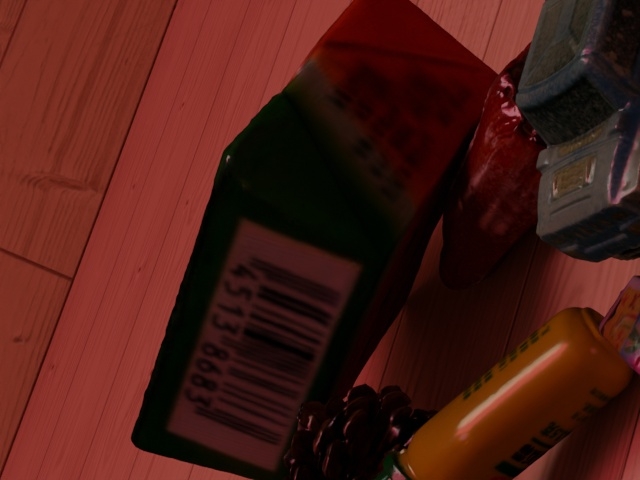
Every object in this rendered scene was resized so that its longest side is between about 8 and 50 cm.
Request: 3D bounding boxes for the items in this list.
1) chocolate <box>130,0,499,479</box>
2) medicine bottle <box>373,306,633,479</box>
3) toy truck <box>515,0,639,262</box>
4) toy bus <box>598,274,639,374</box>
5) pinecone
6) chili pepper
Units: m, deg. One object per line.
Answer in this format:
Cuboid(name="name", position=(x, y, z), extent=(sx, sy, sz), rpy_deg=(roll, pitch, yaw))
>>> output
Cuboid(name="chocolate", position=(0.000, 0.000, 1.755), extent=(0.341, 0.161, 0.360), rpy_deg=(-54, -11, -47))
Cuboid(name="medicine bottle", position=(0.102, 0.165, 1.485), extent=(0.309, 0.076, 0.111), rpy_deg=(-40, -17, 14))
Cuboid(name="toy truck", position=(0.243, -0.121, 1.476), extent=(0.155, 0.156, 0.278), rpy_deg=(-28, 40, 63))
Cuboid(name="toy bus", position=(0.298, -0.019, 1.295), extent=(0.274, 0.090, 0.112), rpy_deg=(-60, 22, 15))
Cuboid(name="pinecone", position=(0.054, 0.199, 1.628), extent=(0.173, 0.174, 0.173), rpy_deg=(-54, 21, 32))
Cuboid(name="chili pepper", position=(0.163, -0.058, 1.715), extent=(0.252, 0.136, 0.144), rpy_deg=(-57, 45, 48))
